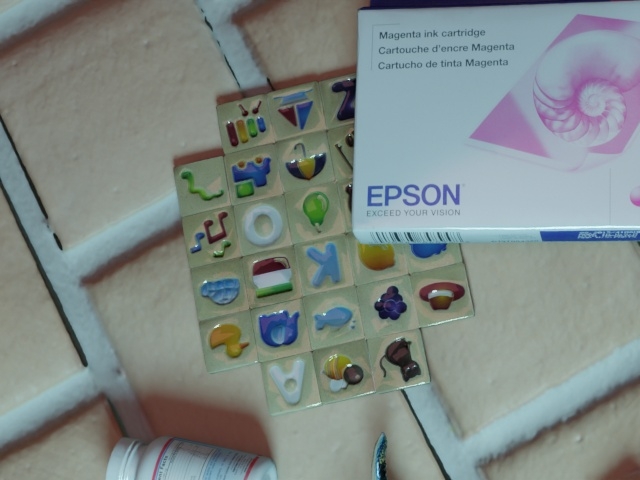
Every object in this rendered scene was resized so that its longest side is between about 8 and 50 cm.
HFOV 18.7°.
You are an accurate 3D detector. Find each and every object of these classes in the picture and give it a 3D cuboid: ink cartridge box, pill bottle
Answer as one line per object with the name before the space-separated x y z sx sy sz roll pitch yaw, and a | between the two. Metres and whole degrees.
ink cartridge box | 0.197 -0.162 1.970 0.324 0.071 0.330 -1 78 11
pill bottle | -0.130 0.245 1.952 0.160 0.087 0.087 10 80 16

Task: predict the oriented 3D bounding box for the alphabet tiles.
alphabet tiles | 0.000 0.000 2.016 0.285 0.011 0.343 -13 75 10

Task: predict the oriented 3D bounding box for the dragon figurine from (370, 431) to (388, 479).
dragon figurine | 0.098 0.338 1.877 0.144 0.085 0.289 5 79 14
